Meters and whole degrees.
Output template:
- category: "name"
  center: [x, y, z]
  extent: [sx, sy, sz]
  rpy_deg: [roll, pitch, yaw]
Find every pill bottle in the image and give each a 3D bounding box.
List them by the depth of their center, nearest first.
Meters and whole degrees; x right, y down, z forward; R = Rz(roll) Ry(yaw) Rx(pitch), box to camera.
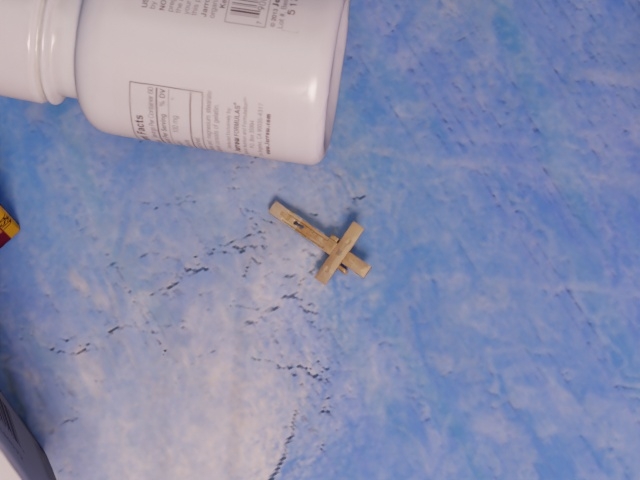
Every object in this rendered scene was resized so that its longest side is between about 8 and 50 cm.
- category: "pill bottle"
  center: [-0.101, -0.131, 0.919]
  extent: [0.229, 0.131, 0.131]
  rpy_deg: [9, 77, 3]

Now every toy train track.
- category: "toy train track"
  center: [0.000, 0.000, 0.948]
  extent: [0.083, 0.014, 0.048]
  rpy_deg: [35, 87, 14]

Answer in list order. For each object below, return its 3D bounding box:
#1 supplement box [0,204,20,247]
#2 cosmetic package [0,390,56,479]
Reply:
- category: "supplement box"
  center: [-0.312, 0.010, 0.917]
  extent: [0.188, 0.081, 0.104]
  rpy_deg: [-42, 80, -8]
- category: "cosmetic package"
  center: [-0.355, 0.187, 0.802]
  extent: [0.365, 0.155, 0.197]
  rpy_deg: [-33, 117, -7]
